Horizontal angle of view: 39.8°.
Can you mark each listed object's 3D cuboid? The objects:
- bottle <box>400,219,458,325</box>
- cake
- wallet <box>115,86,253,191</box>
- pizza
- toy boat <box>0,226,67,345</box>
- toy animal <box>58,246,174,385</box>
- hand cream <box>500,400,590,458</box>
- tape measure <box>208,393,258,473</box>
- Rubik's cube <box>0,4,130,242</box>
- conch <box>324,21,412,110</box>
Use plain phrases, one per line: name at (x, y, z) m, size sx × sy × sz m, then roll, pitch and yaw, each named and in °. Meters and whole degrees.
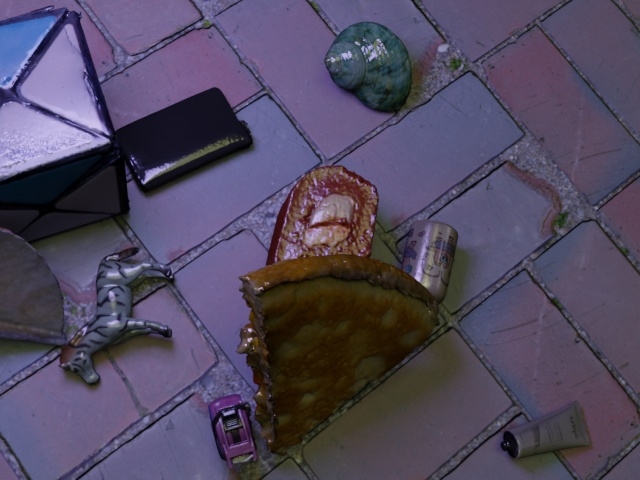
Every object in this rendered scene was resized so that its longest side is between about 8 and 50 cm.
bottle at (0.192, 0.071, 1.698) m, size 0.110 × 0.097 × 0.209 m, roll 8°, pitch 70°, yaw 23°
cake at (0.000, 0.000, 1.656) m, size 0.177 × 0.151 × 0.283 m, roll 12°, pitch 76°, yaw -10°
wallet at (-0.266, -0.202, 1.728) m, size 0.250 × 0.044 × 0.149 m, roll -28°, pitch 76°, yaw -16°
pizza at (-0.026, 0.195, 1.515) m, size 0.440 × 0.406 × 0.130 m, roll 12°, pitch 27°, yaw -42°
toy boat at (-0.576, 0.077, 1.469) m, size 0.293 × 0.276 × 0.111 m, roll -11°, pitch 38°, yaw -32°
toy animal at (-0.348, 0.140, 1.589) m, size 0.170 × 0.090 × 0.255 m, roll 19°, pitch 68°, yaw 0°
hand cream at (0.424, 0.368, 1.674) m, size 0.186 × 0.054 × 0.087 m, roll -11°, pitch 80°, yaw -20°
tape measure at (-0.150, 0.334, 1.547) m, size 0.074 × 0.118 × 0.125 m, roll -14°, pitch 93°, yaw -10°
Rubik's cube at (-0.519, -0.179, 1.535) m, size 0.305 × 0.310 × 0.307 m, roll -17°, pitch 75°, yaw -15°
conch at (0.097, -0.356, 1.797) m, size 0.188 × 0.122 × 0.176 m, roll 3°, pitch 97°, yaw -5°
